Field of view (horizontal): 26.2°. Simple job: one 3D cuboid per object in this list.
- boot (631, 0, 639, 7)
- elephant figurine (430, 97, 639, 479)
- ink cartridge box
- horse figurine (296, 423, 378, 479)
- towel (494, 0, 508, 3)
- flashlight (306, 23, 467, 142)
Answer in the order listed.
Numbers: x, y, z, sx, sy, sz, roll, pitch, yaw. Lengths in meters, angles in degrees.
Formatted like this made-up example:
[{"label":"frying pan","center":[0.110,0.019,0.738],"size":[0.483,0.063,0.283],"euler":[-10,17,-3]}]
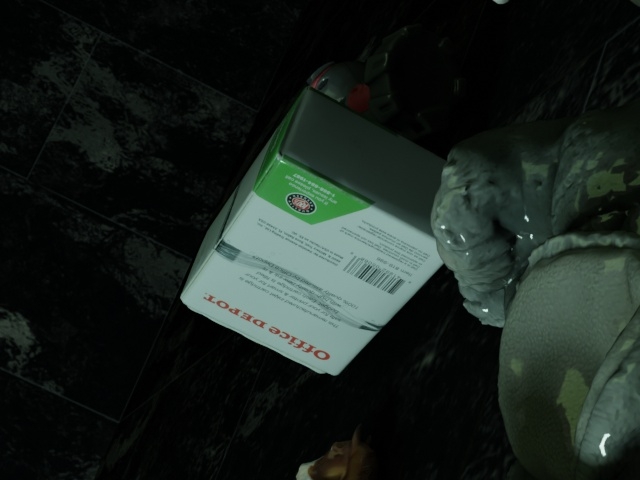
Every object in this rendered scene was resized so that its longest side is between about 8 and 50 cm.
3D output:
[{"label":"boot","center":[0.211,-0.228,0.748],"size":[0.219,0.106,0.082],"euler":[-65,11,-9]},{"label":"elephant figurine","center":[0.111,0.071,0.431],"size":[0.239,0.170,0.186],"euler":[-78,-13,-45]},{"label":"ink cartridge box","center":[0.000,0.000,1.084],"size":[0.208,0.153,0.086],"euler":[-50,16,47]},{"label":"horse figurine","center":[-0.034,0.230,0.853],"size":[0.174,0.066,0.263],"euler":[-31,12,12]},{"label":"towel","center":[0.165,-0.238,0.854],"size":[0.282,0.049,0.187],"euler":[-22,-30,-56]},{"label":"flashlight","center":[0.053,-0.143,1.315],"size":[0.103,0.103,0.304],"euler":[-62,9,-9]}]
